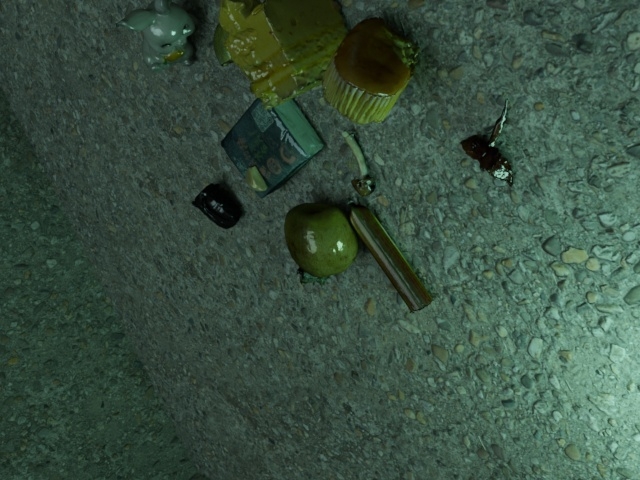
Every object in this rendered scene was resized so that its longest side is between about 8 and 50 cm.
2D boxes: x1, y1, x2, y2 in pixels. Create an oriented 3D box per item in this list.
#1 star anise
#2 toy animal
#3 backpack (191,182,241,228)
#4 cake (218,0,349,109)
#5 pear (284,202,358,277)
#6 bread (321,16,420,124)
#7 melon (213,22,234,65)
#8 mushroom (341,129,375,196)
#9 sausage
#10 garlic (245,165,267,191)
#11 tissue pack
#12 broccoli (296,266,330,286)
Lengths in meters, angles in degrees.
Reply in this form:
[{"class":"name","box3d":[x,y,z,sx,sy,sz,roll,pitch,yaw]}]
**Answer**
[{"class":"star anise","box3d":[0.389,-0.218,1.531,0.158,0.144,0.140,46,-171,23]},{"class":"toy animal","box3d":[-0.463,-0.610,2.030,0.154,0.209,0.325,64,-172,15]},{"class":"backpack","box3d":[-0.349,-0.119,2.397,0.165,0.105,0.120,41,150,-17]},{"class":"cake","box3d":[-0.090,-0.498,1.693,0.222,0.227,0.285,-14,107,53]},{"class":"pear","box3d":[0.000,0.000,2.018,0.229,0.188,0.211,15,121,47]},{"class":"bread","box3d":[0.113,-0.380,1.539,0.179,0.250,0.133,29,144,1]},{"class":"melon","box3d":[-0.265,-0.562,1.967,0.160,0.079,0.128,-14,109,53]},{"class":"mushroom","box3d":[0.097,-0.207,1.863,0.061,0.060,0.186,1,113,57]},{"class":"sausage","box3d":[0.180,0.035,1.943,0.371,0.082,0.082,56,144,1]},{"class":"garlic","box3d":[-0.194,-0.179,2.054,0.053,0.041,0.083,-18,101,47]},{"class":"tissue pack","box3d":[-0.150,-0.283,2.040,0.227,0.103,0.316,56,143,0]},{"class":"broccoli","box3d":[-0.034,0.097,2.230,0.123,0.118,0.204,23,160,-6]}]
